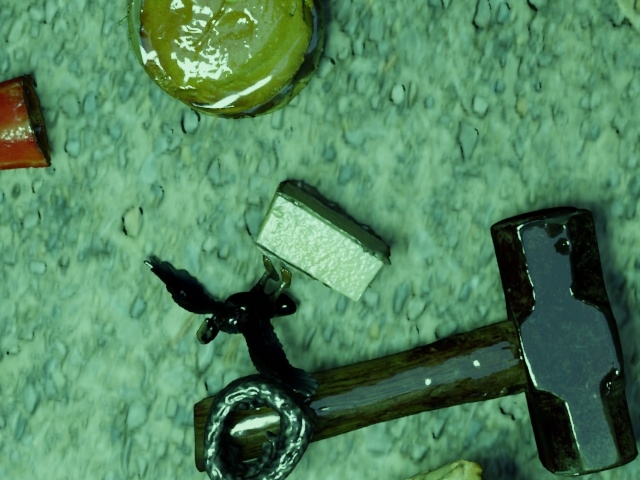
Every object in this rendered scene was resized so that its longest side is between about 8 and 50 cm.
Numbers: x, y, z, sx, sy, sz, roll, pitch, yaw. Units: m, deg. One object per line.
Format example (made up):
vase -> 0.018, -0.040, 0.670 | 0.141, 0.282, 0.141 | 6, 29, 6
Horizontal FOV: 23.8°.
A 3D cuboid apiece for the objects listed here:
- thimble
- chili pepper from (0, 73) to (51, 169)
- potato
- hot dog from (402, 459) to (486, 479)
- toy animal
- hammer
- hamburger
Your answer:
thimble -> -0.060, 0.171, 1.341 | 0.104, 0.066, 0.095 | -40, 92, 7
chili pepper -> -0.334, -0.086, 1.385 | 0.169, 0.065, 0.088 | -17, 77, 4
potato -> 0.002, 0.001, 1.388 | 0.122, 0.086, 0.061 | 32, 103, -4
hot dog -> 0.153, 0.431, 1.296 | 0.365, 0.196, 0.367 | 42, 60, -20
toy animal -> -0.068, 0.065, 1.371 | 0.220, 0.062, 0.108 | 34, 57, 28
hammer -> 0.076, 0.128, 1.401 | 0.409, 0.095, 0.242 | -14, 92, 4
hamburger -> -0.090, -0.197, 1.368 | 0.186, 0.113, 0.177 | -1, 98, 6
